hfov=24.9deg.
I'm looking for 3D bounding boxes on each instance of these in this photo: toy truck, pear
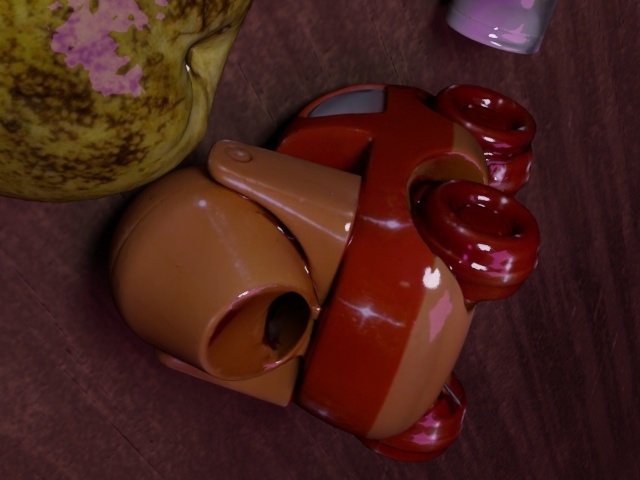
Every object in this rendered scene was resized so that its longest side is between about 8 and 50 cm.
[{"bbox_3d":[0.000,0.000,0.905,0.265,0.239,0.189,-78,-173,-58],"label":"toy truck"},{"bbox_3d":[-0.116,-0.110,0.604,0.197,0.197,0.197,-32,145,-26],"label":"pear"}]

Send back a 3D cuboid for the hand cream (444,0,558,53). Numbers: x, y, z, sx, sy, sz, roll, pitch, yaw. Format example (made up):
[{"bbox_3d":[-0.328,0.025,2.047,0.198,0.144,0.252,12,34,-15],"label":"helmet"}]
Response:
[{"bbox_3d":[0.164,-0.271,0.899,0.111,0.070,0.312,-8,126,-44],"label":"hand cream"}]
